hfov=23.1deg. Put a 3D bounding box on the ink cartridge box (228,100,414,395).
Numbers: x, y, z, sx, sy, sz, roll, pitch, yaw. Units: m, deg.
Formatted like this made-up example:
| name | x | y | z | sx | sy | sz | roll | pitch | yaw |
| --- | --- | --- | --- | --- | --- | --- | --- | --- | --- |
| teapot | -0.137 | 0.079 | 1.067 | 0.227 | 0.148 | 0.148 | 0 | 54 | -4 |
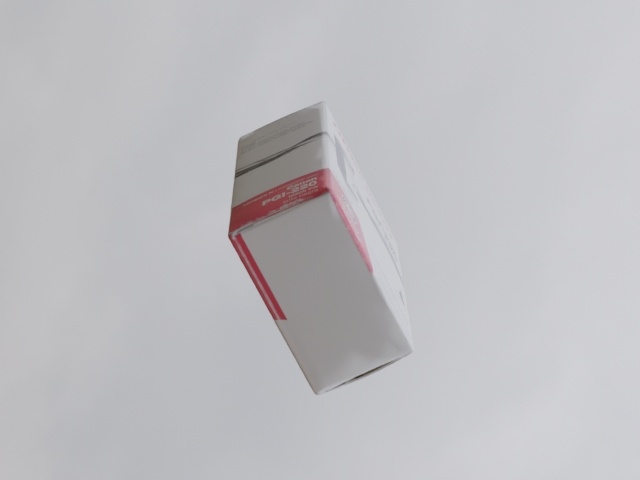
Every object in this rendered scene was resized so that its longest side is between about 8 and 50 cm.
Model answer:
| name | x | y | z | sx | sy | sz | roll | pitch | yaw |
| --- | --- | --- | --- | --- | --- | --- | --- | --- | --- |
| ink cartridge box | 0.000 | 0.000 | 1.277 | 0.218 | 0.092 | 0.158 | -96 | 160 | -67 |
